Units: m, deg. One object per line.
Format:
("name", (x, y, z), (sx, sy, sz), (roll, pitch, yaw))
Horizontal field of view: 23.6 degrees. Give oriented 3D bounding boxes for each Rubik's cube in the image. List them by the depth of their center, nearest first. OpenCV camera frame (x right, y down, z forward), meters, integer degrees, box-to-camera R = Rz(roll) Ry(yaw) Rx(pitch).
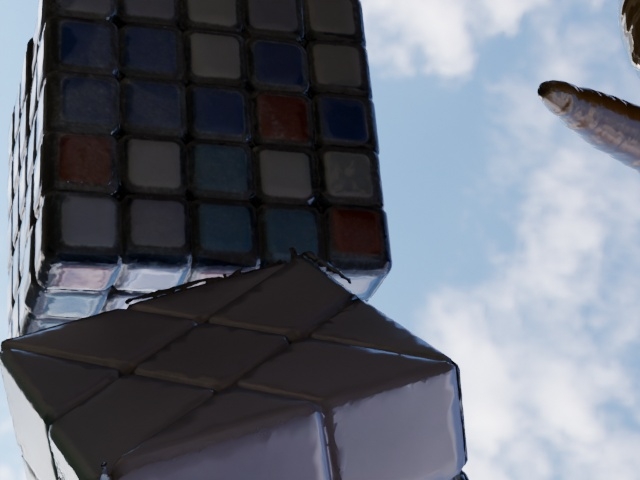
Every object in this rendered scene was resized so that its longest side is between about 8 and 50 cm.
("Rubik's cube", (-0.050, 0.164, 0.942), (0.231, 0.221, 0.224), (-146, -135, -60))
("Rubik's cube", (-0.123, -0.041, 1.360), (0.292, 0.287, 0.293), (121, -31, -56))

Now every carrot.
("carrot", (0.265, -0.075, 1.222), (0.069, 0.336, 0.069), (-11, -107, 41))

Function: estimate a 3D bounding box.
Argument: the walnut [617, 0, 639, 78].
("walnut", (0.330, -0.194, 1.209), (0.197, 0.165, 0.165), (-38, -121, 21))
